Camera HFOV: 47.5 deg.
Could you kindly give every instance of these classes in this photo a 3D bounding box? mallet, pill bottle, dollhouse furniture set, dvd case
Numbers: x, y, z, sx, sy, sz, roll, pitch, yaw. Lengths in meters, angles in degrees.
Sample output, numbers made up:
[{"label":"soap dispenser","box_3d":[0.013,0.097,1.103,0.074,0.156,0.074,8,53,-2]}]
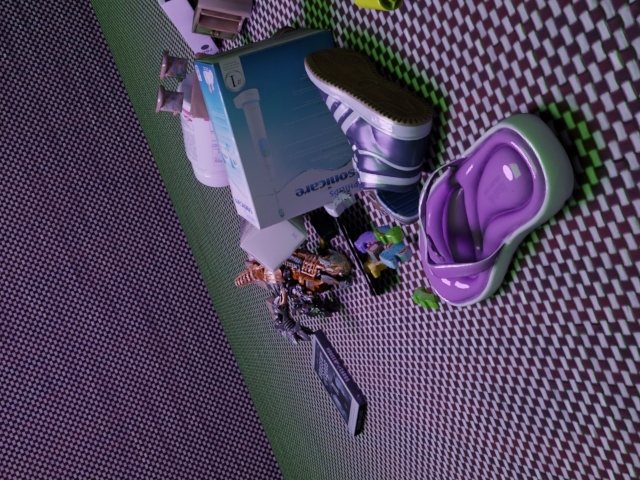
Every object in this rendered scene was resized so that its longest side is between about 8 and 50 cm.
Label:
[{"label":"mallet","box_3d":[0.000,0.000,1.598,0.062,0.039,0.189,60,164,19]},{"label":"pill bottle","box_3d":[-0.266,-0.275,1.826,0.160,0.160,0.283,57,158,31]},{"label":"dollhouse furniture set","box_3d":[-0.085,0.111,1.812,0.183,0.129,0.129,67,163,-14]},{"label":"dvd case","box_3d":[0.044,0.370,1.894,0.238,0.030,0.179,55,157,33]},{"label":"dollhouse furniture set","box_3d":[-0.222,-0.377,1.523,0.161,0.212,0.242,169,107,-73]}]

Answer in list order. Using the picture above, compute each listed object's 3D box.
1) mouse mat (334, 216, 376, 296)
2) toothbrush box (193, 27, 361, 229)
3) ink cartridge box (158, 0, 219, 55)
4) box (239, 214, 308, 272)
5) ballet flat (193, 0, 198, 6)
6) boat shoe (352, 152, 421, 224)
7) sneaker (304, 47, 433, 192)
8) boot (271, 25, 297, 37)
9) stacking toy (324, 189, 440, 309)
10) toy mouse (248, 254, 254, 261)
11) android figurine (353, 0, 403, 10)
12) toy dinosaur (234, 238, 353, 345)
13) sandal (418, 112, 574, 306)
[{"label":"mouse mat","box_3d":[0.063,0.022,1.396,0.152,0.007,0.189,43,-158,-80]},{"label":"toothbrush box","box_3d":[-0.067,-0.198,1.273,0.126,0.216,0.295,32,142,61]},{"label":"ink cartridge box","box_3d":[-0.316,-0.544,1.705,0.332,0.065,0.165,57,-170,-77]},{"label":"box","box_3d":[-0.107,-0.041,1.562,0.094,0.113,0.275,40,-171,-17]},{"label":"ballet flat","box_3d":[-0.257,-0.576,1.616,0.206,0.073,0.067,65,152,2]},{"label":"boat shoe","box_3d":[0.112,-0.078,1.161,0.183,0.066,0.066,-120,11,-44]},{"label":"sneaker","box_3d":[0.063,-0.180,1.111,0.282,0.099,0.153,47,150,41]},{"label":"boot","box_3d":[-0.112,-0.354,1.401,0.219,0.082,0.106,-50,51,46]},{"label":"stacking toy","box_3d":[0.108,0.012,1.217,0.167,0.052,0.221,56,167,-31]},{"label":"toy mouse","box_3d":[-0.201,0.033,2.194,0.143,0.031,0.161,65,162,10]},{"label":"android figurine","box_3d":[0.047,-0.426,0.948,0.273,0.056,0.248,34,142,59]},{"label":"toy dinosaur","box_3d":[-0.056,0.091,1.625,0.322,0.164,0.218,13,127,56]},{"label":"sandal","box_3d":[0.181,-0.025,0.947,0.169,0.102,0.416,61,161,21]}]
